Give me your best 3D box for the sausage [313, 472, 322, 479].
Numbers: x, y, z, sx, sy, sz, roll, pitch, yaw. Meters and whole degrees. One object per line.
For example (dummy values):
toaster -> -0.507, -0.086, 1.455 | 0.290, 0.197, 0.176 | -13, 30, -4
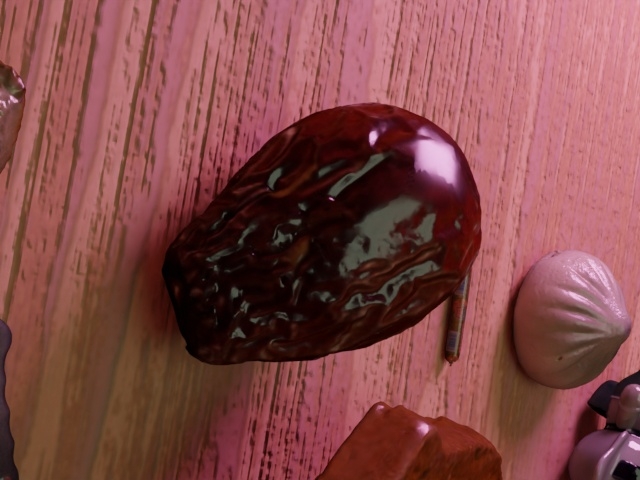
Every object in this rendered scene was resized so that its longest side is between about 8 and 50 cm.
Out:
sausage -> 0.037, 0.212, 0.933 | 0.107, 0.031, 0.031 | 25, 77, -46

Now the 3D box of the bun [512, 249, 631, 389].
bun -> 0.254, 0.080, 1.104 | 0.138, 0.094, 0.138 | -14, 109, -46

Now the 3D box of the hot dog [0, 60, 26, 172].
hot dog -> -0.233, -0.013, 0.567 | 0.146, 0.103, 0.213 | 26, 65, -24

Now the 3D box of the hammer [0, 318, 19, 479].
hammer -> -0.189, 0.180, 0.685 | 0.111, 0.033, 0.287 | -15, 106, -46

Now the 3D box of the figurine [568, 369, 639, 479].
figurine -> 0.318, 0.220, 1.176 | 0.192, 0.126, 0.147 | -58, 152, -9

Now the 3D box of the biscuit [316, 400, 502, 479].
biscuit -> 0.027, 0.322, 0.837 | 0.350, 0.078, 0.455 | -35, 135, -54

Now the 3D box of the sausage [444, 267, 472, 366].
sausage -> 0.123, 0.062, 1.015 | 0.015, 0.015, 0.100 | 10, 88, -47

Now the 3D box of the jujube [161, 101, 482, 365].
jujube -> 0.000, 0.000, 0.786 | 0.236, 0.168, 0.168 | -26, 115, -26
